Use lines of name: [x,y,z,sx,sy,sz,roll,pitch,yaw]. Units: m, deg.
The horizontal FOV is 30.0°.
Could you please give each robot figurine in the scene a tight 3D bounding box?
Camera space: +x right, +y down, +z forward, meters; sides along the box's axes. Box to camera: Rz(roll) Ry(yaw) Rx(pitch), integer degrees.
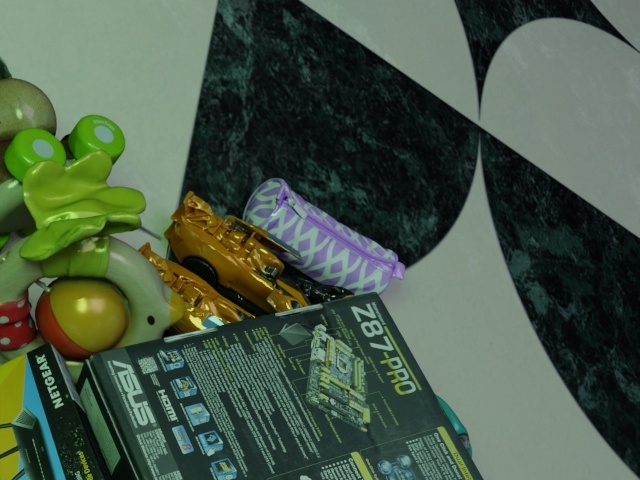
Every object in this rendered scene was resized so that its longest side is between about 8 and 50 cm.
robot figurine: [-0.060,0.078,1.283,0.291,0.085,0.211,31,44,2]

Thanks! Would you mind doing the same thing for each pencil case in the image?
pencil case: [0.000,0.000,1.446,0.206,0.088,0.086,32,48,-29]

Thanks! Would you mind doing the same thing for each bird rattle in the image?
bird rattle: [-0.239,0.056,1.052,0.207,0.253,0.143,43,13,-27]

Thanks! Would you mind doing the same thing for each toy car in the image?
toy car: [-0.309,-0.105,1.161,0.149,0.155,0.188,-22,72,-50]

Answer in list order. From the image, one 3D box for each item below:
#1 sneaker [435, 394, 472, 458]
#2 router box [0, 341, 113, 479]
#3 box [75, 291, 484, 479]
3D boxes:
sneaker: [0.092,0.277,1.345,0.178,0.124,0.295,10,57,-30]
router box: [-0.248,0.191,0.986,0.179,0.133,0.046,60,-7,29]
box: [-0.002,0.249,1.046,0.318,0.097,0.395,-13,60,-31]
